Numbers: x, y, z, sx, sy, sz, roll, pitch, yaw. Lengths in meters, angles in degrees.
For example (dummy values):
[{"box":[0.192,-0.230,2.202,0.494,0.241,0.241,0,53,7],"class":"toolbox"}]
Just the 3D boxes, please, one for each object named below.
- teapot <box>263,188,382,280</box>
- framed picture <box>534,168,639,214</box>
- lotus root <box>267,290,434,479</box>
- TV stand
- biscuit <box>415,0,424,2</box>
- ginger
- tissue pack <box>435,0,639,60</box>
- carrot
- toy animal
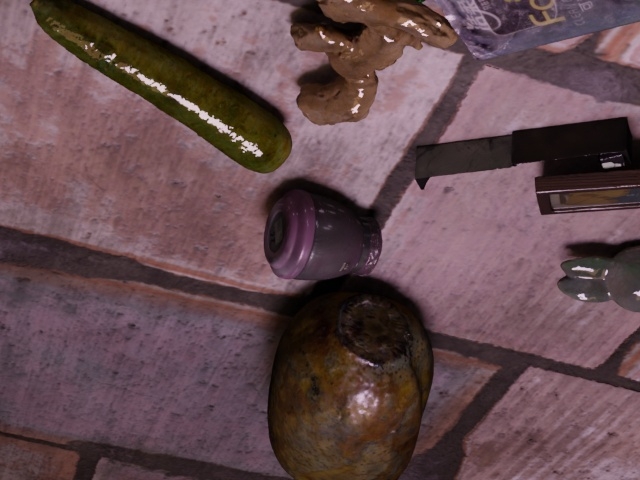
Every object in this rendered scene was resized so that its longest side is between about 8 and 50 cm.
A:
[{"box":[0.002,0.008,1.968,0.146,0.116,0.148,10,146,-24],"class":"teapot"},{"box":[0.345,-0.059,1.827,0.168,0.023,0.128,-4,169,10],"class":"framed picture"},{"box":[0.043,0.216,2.192,0.250,0.250,0.346,9,143,-3],"class":"lotus root"},{"box":[0.240,-0.100,1.807,0.256,0.049,0.040,-7,148,19],"class":"TV stand"},{"box":[0.085,-0.275,1.584,0.046,0.016,0.089,-12,143,30],"class":"biscuit"},{"box":[0.028,-0.209,1.667,0.149,0.065,0.258,33,147,-16],"class":"ginger"},{"box":[0.229,-0.274,1.506,0.235,0.073,0.173,-11,143,25],"class":"tissue pack"},{"box":[-0.178,-0.183,1.738,0.358,0.074,0.074,32,141,-30],"class":"carrot"},{"box":[0.439,0.046,1.968,0.251,0.127,0.125,8,163,25],"class":"toy animal"}]
